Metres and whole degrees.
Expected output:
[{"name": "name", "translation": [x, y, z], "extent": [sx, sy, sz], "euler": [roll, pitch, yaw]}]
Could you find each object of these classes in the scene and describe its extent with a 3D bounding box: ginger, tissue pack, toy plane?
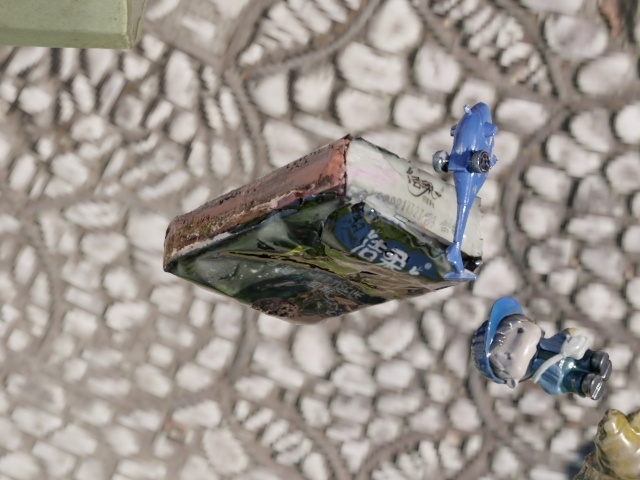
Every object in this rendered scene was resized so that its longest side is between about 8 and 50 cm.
[{"name": "ginger", "translation": [0.341, 0.271, 1.751], "extent": [0.166, 0.080, 0.333], "euler": [-35, 126, 19]}, {"name": "tissue pack", "translation": [0.000, 0.000, 2.127], "extent": [0.245, 0.123, 0.332], "euler": [23, 149, -38]}, {"name": "toy plane", "translation": [0.136, -0.047, 1.663], "extent": [0.054, 0.167, 0.062], "euler": [2, 165, 38]}]

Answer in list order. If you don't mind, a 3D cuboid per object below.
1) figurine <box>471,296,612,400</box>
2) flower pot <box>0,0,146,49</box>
[{"name": "figurine", "translation": [0.225, 0.115, 1.858], "extent": [0.149, 0.086, 0.087], "euler": [17, 170, 29]}, {"name": "flower pot", "translation": [-0.244, -0.246, 1.516], "extent": [0.202, 0.212, 0.212], "euler": [6, 128, 0]}]
